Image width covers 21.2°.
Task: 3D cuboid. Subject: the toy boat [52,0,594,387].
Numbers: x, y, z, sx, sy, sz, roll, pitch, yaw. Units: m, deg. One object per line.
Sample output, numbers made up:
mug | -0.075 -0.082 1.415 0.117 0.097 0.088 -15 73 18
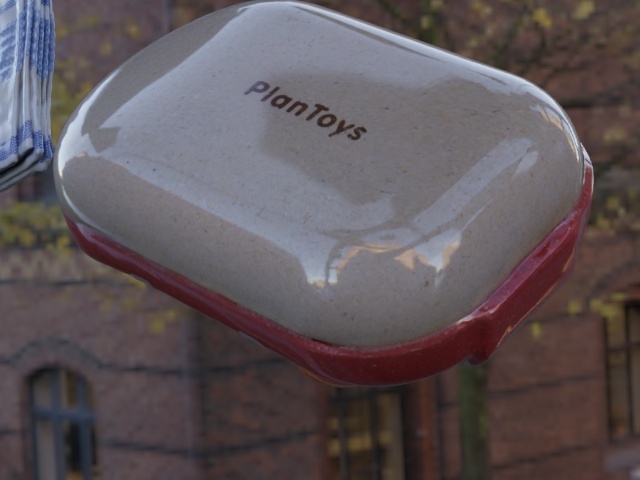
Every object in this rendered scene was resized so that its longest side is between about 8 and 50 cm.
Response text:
toy boat | 0.000 0.000 0.714 0.231 0.151 0.151 25 54 35

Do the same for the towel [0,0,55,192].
towel | -0.281 -0.163 1.430 0.034 0.285 0.209 15 -26 -38
